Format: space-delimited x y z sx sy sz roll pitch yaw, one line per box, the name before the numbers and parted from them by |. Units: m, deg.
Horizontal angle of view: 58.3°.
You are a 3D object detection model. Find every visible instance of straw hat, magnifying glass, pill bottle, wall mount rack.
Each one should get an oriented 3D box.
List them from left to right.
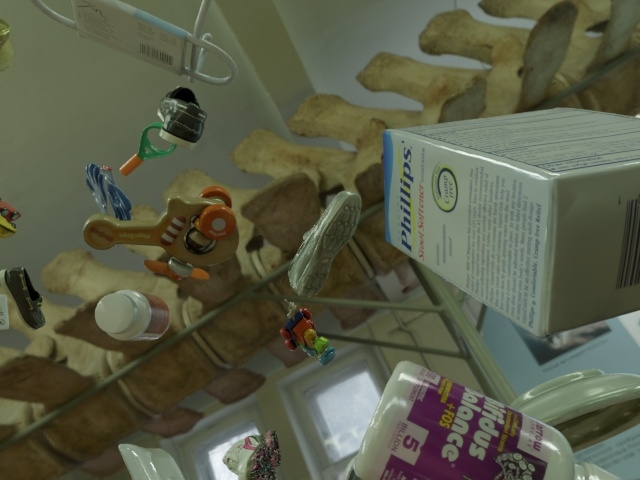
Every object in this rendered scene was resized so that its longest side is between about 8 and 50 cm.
straw hat | -0.616 -0.389 1.069 0.061 0.144 0.144 -18 -25 22
pill bottle | -0.455 0.183 1.396 0.121 0.121 0.216 -26 -12 -1
magnifying glass | -0.471 -0.239 1.546 0.231 0.026 0.092 -29 -63 36
wall mount rack | -0.271 -0.392 0.891 0.350 0.130 0.304 21 -21 -11
pill bottle | 0.209 0.289 0.733 0.169 0.302 0.169 -60 -16 -29

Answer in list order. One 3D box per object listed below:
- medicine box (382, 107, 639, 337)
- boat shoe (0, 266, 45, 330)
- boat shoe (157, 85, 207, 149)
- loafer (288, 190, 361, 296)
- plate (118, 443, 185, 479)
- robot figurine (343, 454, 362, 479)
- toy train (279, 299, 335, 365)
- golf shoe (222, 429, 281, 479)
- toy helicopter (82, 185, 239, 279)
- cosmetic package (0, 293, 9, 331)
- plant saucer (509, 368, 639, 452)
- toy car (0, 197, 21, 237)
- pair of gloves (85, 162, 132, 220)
medicine box | 0.248 -0.047 0.622 0.264 0.289 0.148 -10 -69 -19
boat shoe | -0.871 0.176 1.711 0.069 0.081 0.227 -16 -54 -6
boat shoe | -0.237 -0.230 1.008 0.084 0.233 0.079 15 -70 -22
loafer | 0.000 0.000 1.503 0.112 0.111 0.319 9 -62 -44
plate | -0.330 0.571 1.271 0.045 0.277 0.278 -31 -19 -11
robot figurine | 0.171 0.624 1.428 0.209 0.173 0.278 -40 10 -24
toy train | -0.034 0.266 1.635 0.105 0.143 0.248 -46 -26 -19
golf shoe | -0.111 0.345 0.883 0.086 0.067 0.186 -12 -8 0
toy helicopter | -0.371 -0.002 1.359 0.356 0.140 0.234 1 -62 -16
cosmetic package | -0.767 0.158 1.146 0.118 0.085 0.231 -16 -12 25
plant saucer | 0.511 0.359 1.190 0.401 0.100 0.400 -12 -34 -9
toy car | -0.687 -0.084 1.091 0.225 0.239 0.053 41 -98 -27
pair of gloves | -0.528 -0.114 1.432 0.023 0.198 0.159 -30 -63 -38
